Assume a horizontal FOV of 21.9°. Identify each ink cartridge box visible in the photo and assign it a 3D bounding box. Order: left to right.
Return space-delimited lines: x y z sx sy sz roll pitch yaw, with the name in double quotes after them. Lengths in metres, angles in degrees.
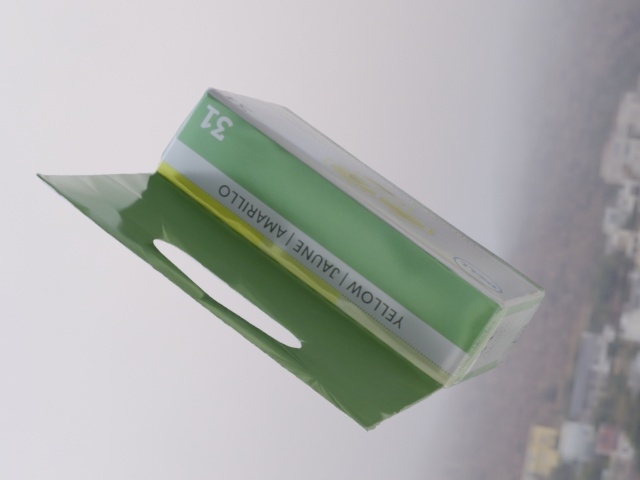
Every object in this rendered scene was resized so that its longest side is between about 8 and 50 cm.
0.000 0.000 0.726 0.056 0.171 0.235 -56 -13 9 "ink cartridge box"
